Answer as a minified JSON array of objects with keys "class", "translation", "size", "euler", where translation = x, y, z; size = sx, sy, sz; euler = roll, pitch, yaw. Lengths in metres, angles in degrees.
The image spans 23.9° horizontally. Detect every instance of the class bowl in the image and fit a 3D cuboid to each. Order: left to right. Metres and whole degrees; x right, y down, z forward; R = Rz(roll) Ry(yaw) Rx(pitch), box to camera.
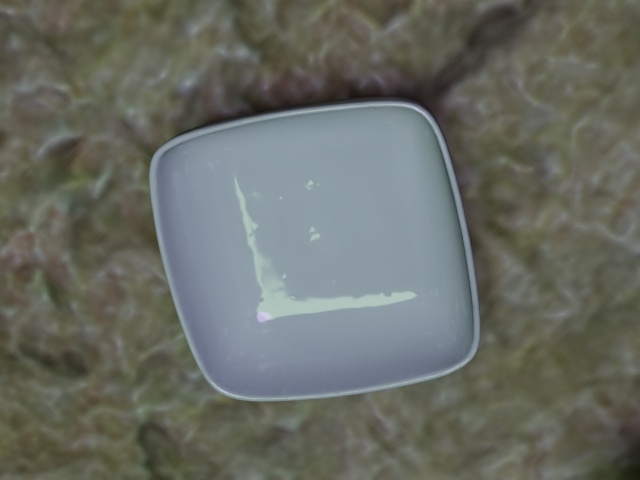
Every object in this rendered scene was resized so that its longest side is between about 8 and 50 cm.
[{"class":"bowl","translation":[0.000,0.000,0.708],"size":[0.142,0.053,0.142],"euler":[-9,110,10]}]
